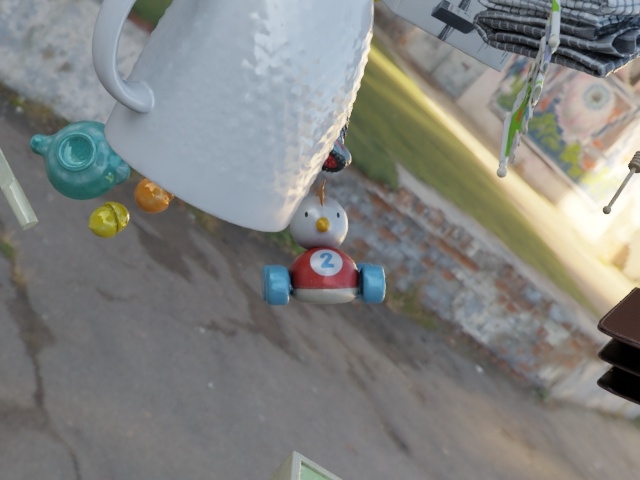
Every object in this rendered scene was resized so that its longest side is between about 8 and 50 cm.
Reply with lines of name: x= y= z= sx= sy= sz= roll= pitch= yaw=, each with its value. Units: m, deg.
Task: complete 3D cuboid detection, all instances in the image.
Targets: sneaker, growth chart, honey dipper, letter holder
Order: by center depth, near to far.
growth chart: x=0.298 y=-0.218 z=1.522 sx=0.021 sy=0.237 sz=0.172 roll=17 pitch=36 yaw=0
letter holder: x=0.592 y=0.215 z=1.691 sx=0.302 sy=0.152 sz=0.214 roll=19 pitch=24 yaw=28
sneaker: x=0.010 y=-0.235 z=2.013 sx=0.104 sy=0.125 sz=0.262 roll=83 pitch=-19 yaw=-48
honey dipper: x=0.577 y=-0.107 z=2.041 sx=0.030 sy=0.160 sz=0.030 roll=32 pitch=-24 yaw=16

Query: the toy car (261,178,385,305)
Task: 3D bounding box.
toy car: x=0.000 y=0.000 z=2.049 sx=0.219 sy=0.238 sz=0.210 roll=-1 pitch=1 yaw=-7

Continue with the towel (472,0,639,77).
towel: x=0.411 y=-0.338 z=1.654 sx=0.235 sy=0.121 sz=0.284 roll=-10 pitch=25 yaw=-36

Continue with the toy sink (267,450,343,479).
toy sink: x=0.018 y=0.464 z=1.681 sx=0.234 sy=0.131 sz=0.153 roll=34 pitch=18 yaw=-11

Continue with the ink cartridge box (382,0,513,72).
ink cartridge box: x=0.251 y=-0.466 z=2.125 sx=0.273 sy=0.114 sz=0.197 roll=24 pitch=20 yaw=-25

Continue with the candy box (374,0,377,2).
candy box: x=0.087 y=-0.466 z=1.769 sx=0.027 sy=0.105 sz=0.206 roll=38 pitch=54 yaw=-33

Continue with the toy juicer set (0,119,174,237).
toy juicer set: x=-0.381 y=-0.097 z=1.735 sx=0.089 sy=0.329 sz=0.209 roll=76 pitch=6 yaw=-78

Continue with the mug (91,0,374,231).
mug: x=-0.117 y=-0.230 z=1.351 sx=0.374 sy=0.328 sz=0.276 roll=16 pitch=20 yaw=-45
